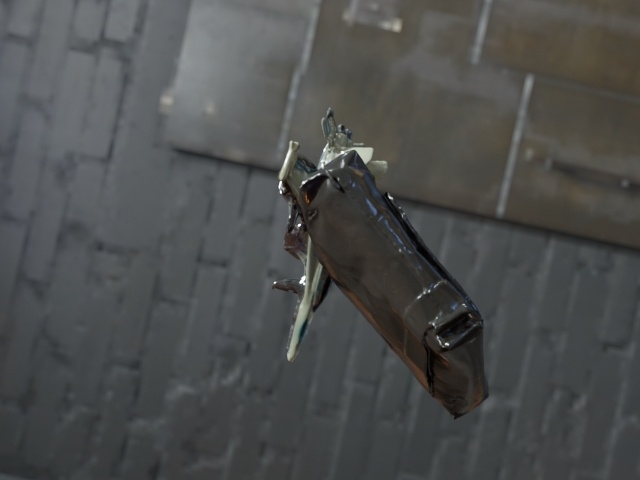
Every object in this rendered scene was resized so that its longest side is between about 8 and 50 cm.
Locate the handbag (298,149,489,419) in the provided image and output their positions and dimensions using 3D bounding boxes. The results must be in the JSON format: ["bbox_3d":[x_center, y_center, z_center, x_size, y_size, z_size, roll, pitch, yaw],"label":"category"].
[{"bbox_3d":[0.071,0.052,1.576,0.080,0.223,0.247,-34,-21,-6],"label":"handbag"}]

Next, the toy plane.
[{"bbox_3d":[-0.009,-0.002,1.761,0.192,0.088,0.262,41,-112,-55],"label":"toy plane"}]
